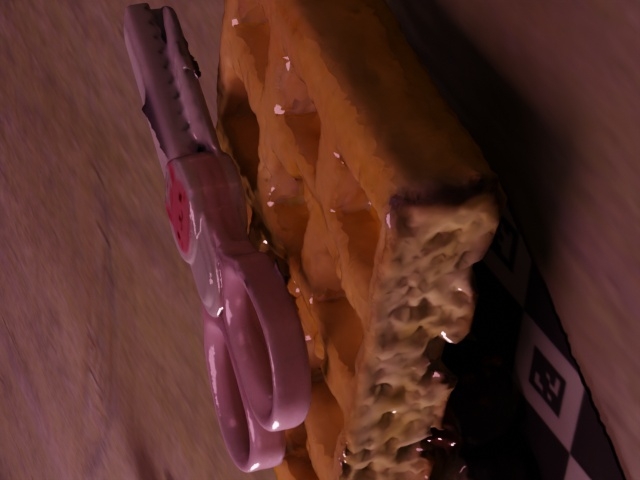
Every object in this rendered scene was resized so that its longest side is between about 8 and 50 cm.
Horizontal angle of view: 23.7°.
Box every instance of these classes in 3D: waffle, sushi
[{"bbox_3d":[0.000,0.000,0.706,0.221,0.055,0.248,-116,26,-44],"label":"waffle"},{"bbox_3d":[0.059,0.102,0.730,0.220,0.047,0.231,68,159,8],"label":"sushi"}]

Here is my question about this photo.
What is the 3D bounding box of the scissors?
[{"bbox_3d":[-0.054,-0.012,0.727,0.118,0.030,0.242,113,142,-58],"label":"scissors"}]
